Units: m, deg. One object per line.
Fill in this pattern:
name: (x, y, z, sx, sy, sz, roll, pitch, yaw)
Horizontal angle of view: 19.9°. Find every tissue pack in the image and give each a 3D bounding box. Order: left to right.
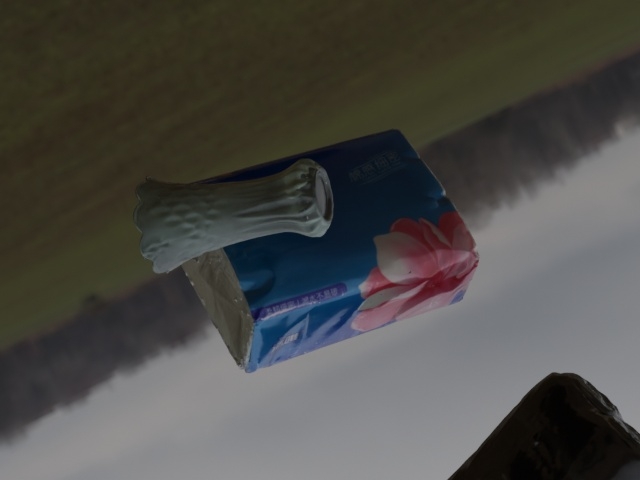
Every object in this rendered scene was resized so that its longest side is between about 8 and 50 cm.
tissue pack: (0.000, 0.000, 1.911, 0.269, 0.209, 0.137, -16, 144, -21)

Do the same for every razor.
razor: (0.196, 0.300, 1.938, 0.349, 0.113, 0.204, -43, -142, 5)

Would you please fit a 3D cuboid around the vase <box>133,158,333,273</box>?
vase: (-0.065, -0.024, 1.442, 0.148, 0.081, 0.081, -11, -174, 19)
